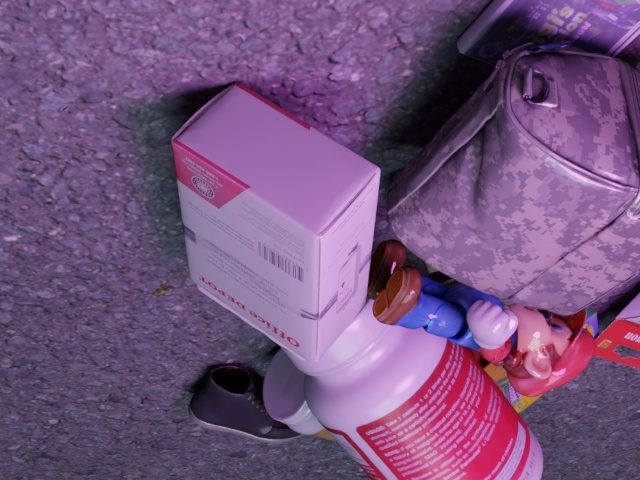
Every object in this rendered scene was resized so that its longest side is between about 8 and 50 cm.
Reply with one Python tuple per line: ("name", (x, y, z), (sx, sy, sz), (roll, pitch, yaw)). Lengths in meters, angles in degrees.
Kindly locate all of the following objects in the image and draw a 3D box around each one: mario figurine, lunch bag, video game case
("mario figurine", (0.225, 0.077, 1.391), (0.320, 0.198, 0.170), (22, 144, -21))
("lunch bag", (0.241, -0.072, 1.205), (0.256, 0.213, 0.305), (12, 150, -22))
("video game case", (0.269, -0.243, 1.155), (0.173, 0.022, 0.190), (14, 140, -29))

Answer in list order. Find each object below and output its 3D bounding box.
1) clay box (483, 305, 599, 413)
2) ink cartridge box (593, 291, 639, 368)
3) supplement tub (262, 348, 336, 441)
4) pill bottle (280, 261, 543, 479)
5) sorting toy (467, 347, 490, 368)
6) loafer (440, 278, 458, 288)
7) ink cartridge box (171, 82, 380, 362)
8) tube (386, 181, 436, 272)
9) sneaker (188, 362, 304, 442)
("clay box", (0.339, 0.195, 1.703), (0.222, 0.053, 0.127), (-39, 145, -8))
("ink cartridge box", (0.551, 0.133, 1.697), (0.181, 0.056, 0.225), (18, 120, -34))
("supplement tub", (0.024, 0.242, 1.700), (0.199, 0.144, 0.144), (20, 136, -37))
("pill bottle", (0.125, 0.228, 1.541), (0.229, 0.229, 0.408), (-27, 117, 25))
("sorting toy", (0.201, 0.259, 1.826), (0.126, 0.127, 0.365), (-16, 151, -33))
("loafer", (0.222, 0.058, 1.559), (0.148, 0.050, 0.056), (-20, 142, 13))
("ink cartridge box", (-0.052, -0.012, 1.249), (0.207, 0.117, 0.283), (32, 151, 18))
("tube", (0.152, -0.014, 1.440), (0.070, 0.062, 0.240), (25, 169, 32))
("sneaker", (-0.094, 0.266, 1.764), (0.222, 0.083, 0.118), (8, 142, -22))
